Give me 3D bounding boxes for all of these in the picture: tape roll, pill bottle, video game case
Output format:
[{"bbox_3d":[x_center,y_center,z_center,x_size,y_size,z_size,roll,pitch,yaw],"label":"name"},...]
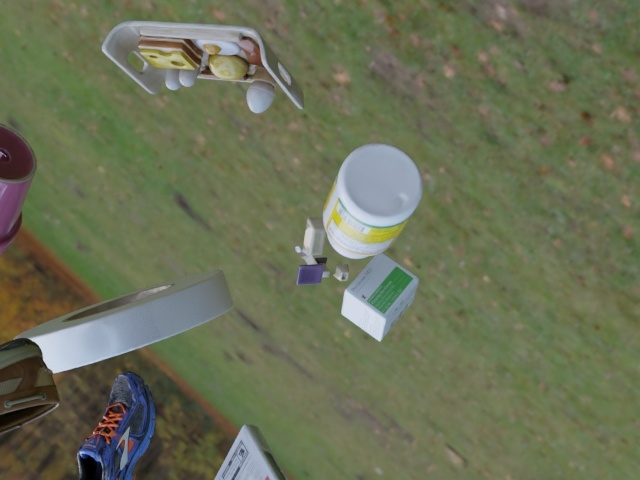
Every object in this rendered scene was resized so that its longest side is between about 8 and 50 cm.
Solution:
[{"bbox_3d":[-0.348,0.142,2.016,0.392,0.392,0.072,178,74,-73],"label":"tape roll"},{"bbox_3d":[0.067,-0.046,1.595,0.117,0.117,0.208,41,160,6],"label":"pill bottle"},{"bbox_3d":[-0.083,0.331,1.214,0.023,0.201,0.183,15,-158,-34],"label":"video game case"}]

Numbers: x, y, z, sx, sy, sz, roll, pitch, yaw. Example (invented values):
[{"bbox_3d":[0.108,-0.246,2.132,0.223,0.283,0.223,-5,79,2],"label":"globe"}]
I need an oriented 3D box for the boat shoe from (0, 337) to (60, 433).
[{"bbox_3d":[-0.501,0.253,1.540,0.120,0.324,0.122,53,151,14],"label":"boat shoe"}]

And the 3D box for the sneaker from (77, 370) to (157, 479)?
[{"bbox_3d":[-0.301,0.296,1.638,0.083,0.221,0.087,-5,159,40],"label":"sneaker"}]

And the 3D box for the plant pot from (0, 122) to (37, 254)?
[{"bbox_3d":[-0.561,-0.091,1.856,0.201,0.201,0.180,43,124,-4],"label":"plant pot"}]

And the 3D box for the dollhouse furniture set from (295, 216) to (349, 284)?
[{"bbox_3d":[0.000,0.000,1.817,0.081,0.091,0.114,-121,34,-52],"label":"dollhouse furniture set"}]

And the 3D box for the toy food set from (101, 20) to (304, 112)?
[{"bbox_3d":[-0.198,-0.290,1.969,0.306,0.092,0.220,6,168,18],"label":"toy food set"}]

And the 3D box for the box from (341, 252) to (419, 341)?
[{"bbox_3d":[0.100,0.094,1.923,0.087,0.101,0.102,35,156,15],"label":"box"}]
